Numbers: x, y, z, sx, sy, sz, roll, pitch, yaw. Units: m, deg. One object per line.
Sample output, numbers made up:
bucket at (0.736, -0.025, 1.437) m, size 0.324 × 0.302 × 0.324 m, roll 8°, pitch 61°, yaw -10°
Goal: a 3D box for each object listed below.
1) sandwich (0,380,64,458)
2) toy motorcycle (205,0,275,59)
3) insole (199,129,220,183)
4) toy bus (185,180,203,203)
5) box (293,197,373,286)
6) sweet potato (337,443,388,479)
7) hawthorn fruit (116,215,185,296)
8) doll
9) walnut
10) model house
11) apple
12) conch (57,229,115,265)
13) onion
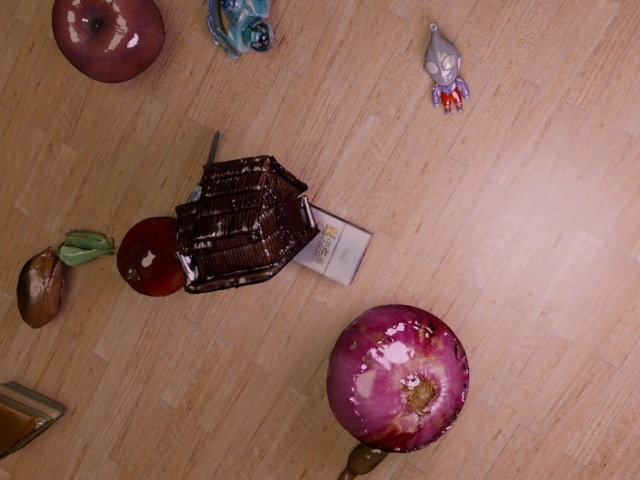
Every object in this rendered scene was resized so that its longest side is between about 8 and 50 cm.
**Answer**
sandwich at (-0.911, 0.505, 2.104) m, size 0.227 × 0.155 × 0.198 m, roll -37°, pitch 84°, yaw 14°
toy motorcycle at (-0.216, -0.607, 1.854) m, size 0.206 × 0.154 × 0.260 m, roll -7°, pitch 97°, yaw 39°
insole at (-0.307, -0.188, 1.936) m, size 0.003 × 0.080 × 0.232 m, roll 16°, pitch 91°, yaw 8°
toy bus at (-0.277, -0.098, 1.877) m, size 0.106 × 0.184 × 0.090 m, roll 34°, pitch 102°, yaw 8°
box at (0.000, 0.000, 1.870) m, size 0.242 × 0.067 × 0.155 m, roll 25°, pitch 102°, yaw 13°
sweet potato at (0.104, 0.590, 1.887) m, size 0.075 × 0.074 × 0.269 m, roll 44°, pitch 114°, yaw 8°
hawthorn fruit at (-0.451, 0.049, 1.914) m, size 0.215 × 0.249 × 0.215 m, roll 13°, pitch 121°, yaw 23°
doll at (0.306, -0.426, 1.757) m, size 0.102 × 0.075 × 0.228 m, roll -9°, pitch 104°, yaw 25°
walnut at (-0.811, 0.138, 2.063) m, size 0.137 × 0.137 × 0.246 m, roll 8°, pitch 96°, yaw 14°
model house at (-0.204, -0.067, 1.724) m, size 0.317 × 0.297 × 0.283 m, roll -10°, pitch 115°, yaw 21°
apple at (-0.560, -0.564, 1.894) m, size 0.305 × 0.235 × 0.306 m, roll 2°, pitch 98°, yaw 14°
conch at (-0.680, 0.014, 2.054) m, size 0.170 × 0.079 × 0.106 m, roll -11°, pitch 98°, yaw 0°
onion at (0.188, 0.326, 1.744) m, size 0.358 × 0.345 × 0.359 m, roll 0°, pitch 104°, yaw 0°
